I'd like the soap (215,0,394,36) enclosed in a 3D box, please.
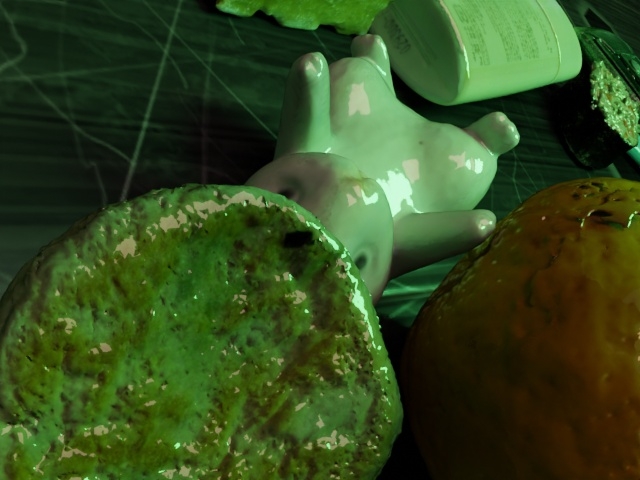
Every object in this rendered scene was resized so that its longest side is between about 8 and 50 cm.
[{"bbox_3d":[-0.061,-0.332,0.667,0.199,0.091,0.315,-5,65,-50],"label":"soap"}]

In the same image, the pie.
[{"bbox_3d":[-0.051,0.069,0.326,0.187,0.041,0.187,0,91,-23],"label":"pie"}]

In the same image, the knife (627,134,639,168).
[{"bbox_3d":[0.452,-0.123,1.076,0.222,0.031,0.064,41,41,-8],"label":"knife"}]

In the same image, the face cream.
[{"bbox_3d":[0.179,-0.238,0.841,0.348,0.081,0.173,-23,78,-52],"label":"face cream"}]

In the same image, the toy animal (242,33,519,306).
[{"bbox_3d":[0.010,-0.012,0.430,0.140,0.138,0.282,39,35,3],"label":"toy animal"}]

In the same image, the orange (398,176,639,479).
[{"bbox_3d":[0.149,0.072,0.442,0.193,0.219,0.219,26,35,13],"label":"orange"}]

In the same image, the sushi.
[{"bbox_3d":[0.346,-0.158,0.954,0.090,0.078,0.150,36,40,-19],"label":"sushi"}]

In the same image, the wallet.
[{"bbox_3d":[0.470,-0.220,1.136,0.160,0.055,0.236,-7,59,-49],"label":"wallet"}]
